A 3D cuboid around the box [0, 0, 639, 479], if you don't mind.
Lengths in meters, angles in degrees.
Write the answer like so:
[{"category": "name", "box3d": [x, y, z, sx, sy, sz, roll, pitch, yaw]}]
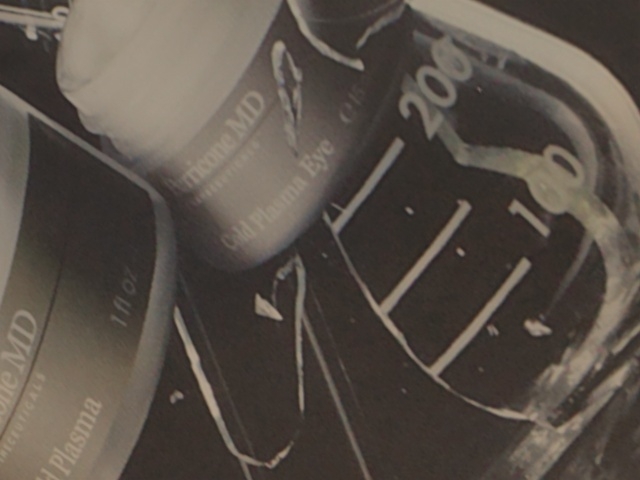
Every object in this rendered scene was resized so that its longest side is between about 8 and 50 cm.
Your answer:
[{"category": "box", "box3d": [0.000, 0.000, 0.492, 0.312, 0.343, 0.179, 40, -147, 16]}]
